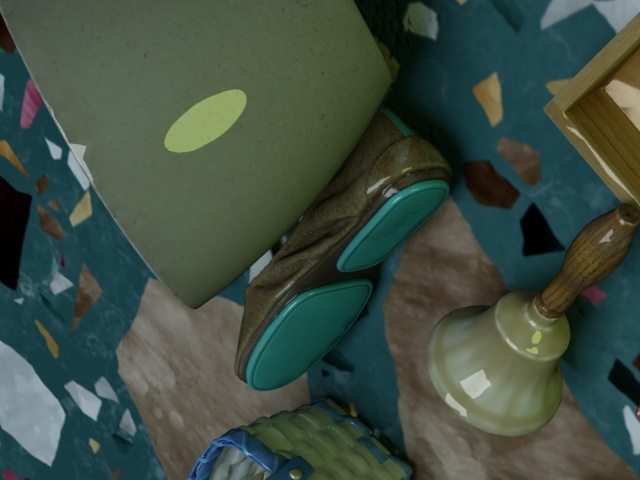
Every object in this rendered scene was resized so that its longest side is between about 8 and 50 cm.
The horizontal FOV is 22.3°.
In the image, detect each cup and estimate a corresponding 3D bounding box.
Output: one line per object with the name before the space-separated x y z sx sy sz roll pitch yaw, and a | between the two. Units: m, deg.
cup | -0.083 -0.143 1.322 0.237 0.331 0.331 -29 95 3

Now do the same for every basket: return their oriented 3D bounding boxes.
basket | -0.062 0.304 1.565 0.201 0.289 0.255 36 131 16

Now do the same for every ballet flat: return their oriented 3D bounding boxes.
ballet flat | 0.000 0.000 1.477 0.124 0.116 0.342 63 142 26

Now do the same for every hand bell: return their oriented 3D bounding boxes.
hand bell | 0.185 0.044 1.285 0.126 0.126 0.242 46 142 13

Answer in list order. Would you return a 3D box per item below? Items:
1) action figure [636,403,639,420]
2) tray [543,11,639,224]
action figure | 0.323 0.209 1.197 0.280 0.139 0.091 23 147 55
tray | 0.363 -0.005 1.148 0.411 0.076 0.203 50 137 7
